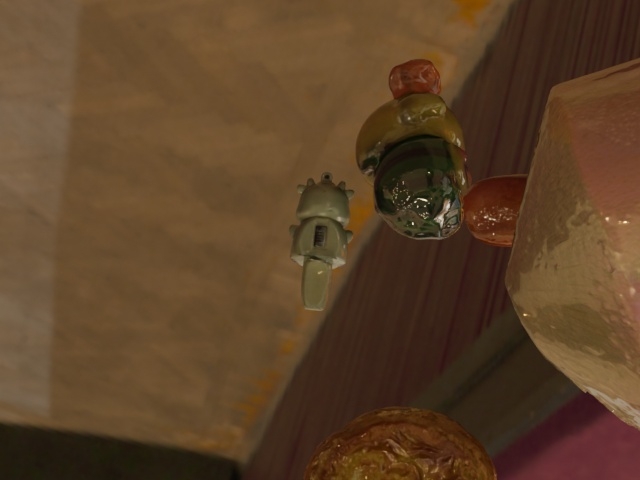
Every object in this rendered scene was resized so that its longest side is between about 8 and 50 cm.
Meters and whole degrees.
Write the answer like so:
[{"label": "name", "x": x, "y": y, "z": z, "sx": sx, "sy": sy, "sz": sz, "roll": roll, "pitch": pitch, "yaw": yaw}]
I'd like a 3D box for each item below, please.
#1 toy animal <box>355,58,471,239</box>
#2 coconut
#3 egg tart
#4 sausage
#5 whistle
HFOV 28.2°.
[{"label": "toy animal", "x": 0.159, "y": -0.140, "z": 2.203, "sx": 0.191, "sy": 0.338, "sz": 0.216, "roll": -12, "pitch": 136, "yaw": 8}, {"label": "coconut", "x": 0.288, "y": 0.002, "z": 0.922, "sx": 0.309, "sy": 0.297, "sz": 0.297, "roll": -18, "pitch": 139, "yaw": 16}, {"label": "egg tart", "x": 0.131, "y": 0.437, "z": 2.080, "sx": 0.341, "sy": 0.341, "sz": 0.129, "roll": 10, "pitch": 163, "yaw": 12}, {"label": "sausage", "x": 0.235, "y": -0.028, "z": 1.243, "sx": 0.197, "sy": 0.076, "sz": 0.076, "roll": 3, "pitch": 148, "yaw": 33}, {"label": "whistle", "x": 0.000, "y": 0.000, "z": 2.154, "sx": 0.110, "sy": 0.244, "sz": 0.092, "roll": 5, "pitch": 165, "yaw": -1}]
